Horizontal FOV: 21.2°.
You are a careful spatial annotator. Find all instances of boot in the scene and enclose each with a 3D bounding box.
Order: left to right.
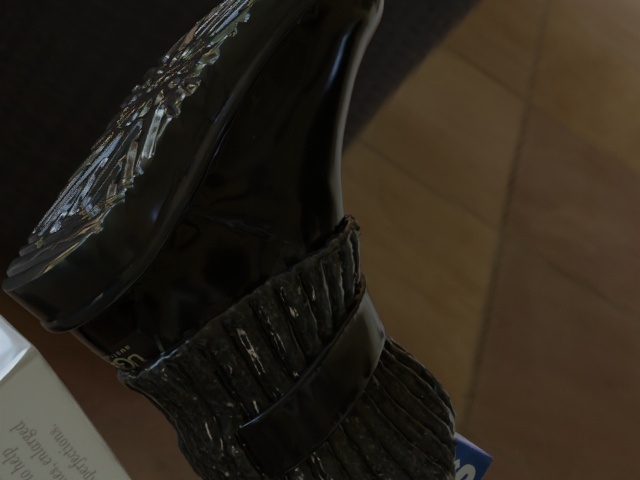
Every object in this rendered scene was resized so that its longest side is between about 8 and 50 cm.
[{"bbox_3d":[-0.003,0.002,0.984,0.260,0.131,0.348,45,55,-18],"label":"boot"}]

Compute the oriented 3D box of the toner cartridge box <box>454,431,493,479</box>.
[{"bbox_3d":[0.008,0.309,1.562,0.075,0.347,0.165,30,-1,-29],"label":"toner cartridge box"}]

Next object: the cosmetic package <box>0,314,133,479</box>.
[{"bbox_3d":[-0.188,0.084,0.667,0.184,0.151,0.151,36,-18,36],"label":"cosmetic package"}]
